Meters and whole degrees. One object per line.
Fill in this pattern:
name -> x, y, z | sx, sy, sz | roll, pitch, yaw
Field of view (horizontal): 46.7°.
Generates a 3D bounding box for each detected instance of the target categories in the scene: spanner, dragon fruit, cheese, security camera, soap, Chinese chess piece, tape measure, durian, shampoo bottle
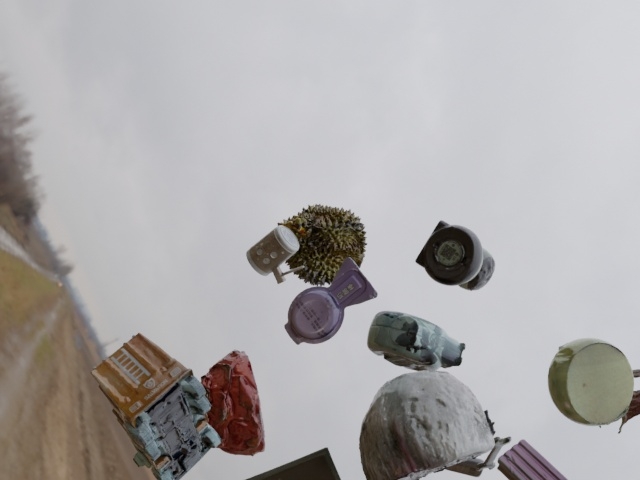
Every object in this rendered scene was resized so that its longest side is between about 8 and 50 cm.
spanner -> 0.442, 0.546, 1.894 | 0.254, 0.054, 0.015 | 88, -6, -57
dragon fruit -> -0.275, 0.478, 2.128 | 0.152, 0.205, 0.317 | 130, -53, -72
cheese -> 0.012, 0.125, 1.401 | 0.105, 0.191, 0.042 | 54, 14, 10
security camera -> 0.464, 0.070, 2.432 | 0.191, 0.197, 0.277 | 32, 3, 30
soap -> 0.648, 0.715, 2.257 | 0.203, 0.122, 0.065 | 42, -26, 43
dragon fruit -> 0.192, 0.390, 1.566 | 0.283, 0.204, 0.221 | -30, -121, 31
Chinese chess piece -> 0.581, 0.304, 1.598 | 0.188, 0.188, 0.083 | 64, -19, -4
tape measure -> 0.281, 0.325, 2.354 | 0.256, 0.147, 0.275 | 29, -19, -28
durian -> -0.003, 0.009, 2.280 | 0.258, 0.293, 0.258 | 15, -70, 50
shampoo bottle -> 0.379, 0.631, 2.111 | 0.165, 0.040, 0.080 | 12, -40, 8

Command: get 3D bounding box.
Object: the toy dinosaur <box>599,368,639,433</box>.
toy dinosaur -> 0.853, 0.471, 2.138 | 0.113, 0.327, 0.207 | 63, 24, -45

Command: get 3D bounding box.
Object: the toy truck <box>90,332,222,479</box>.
toy truck -> -0.285, 0.300, 1.285 | 0.162, 0.136, 0.305 | 35, -29, 25

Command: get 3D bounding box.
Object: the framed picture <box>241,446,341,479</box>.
framed picture -> -0.062, 0.627, 1.785 | 0.014, 0.252, 0.197 | -96, 163, -82

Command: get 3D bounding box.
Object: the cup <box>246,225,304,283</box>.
cup -> -0.096, 0.032, 1.596 | 0.074, 0.099, 0.102 | 19, 38, -54
